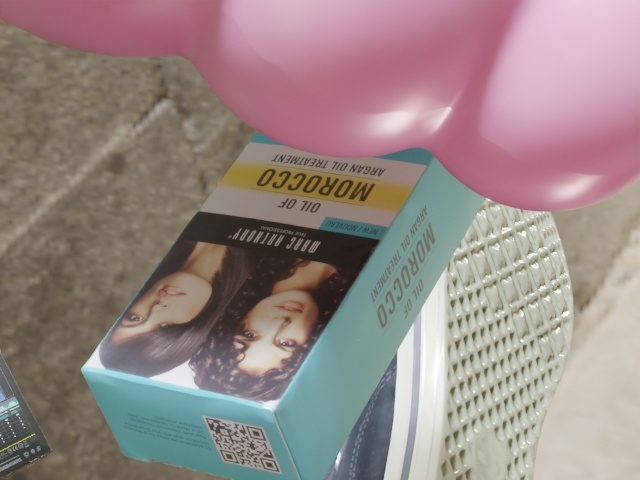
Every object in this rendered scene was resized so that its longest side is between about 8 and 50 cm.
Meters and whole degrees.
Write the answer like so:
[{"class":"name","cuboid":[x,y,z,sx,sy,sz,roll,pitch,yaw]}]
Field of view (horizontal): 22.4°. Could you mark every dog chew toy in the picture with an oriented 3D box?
[{"class":"dog chew toy","cuboid":[0.005,-0.126,0.605,0.206,0.332,0.206,-58,-177,5]}]

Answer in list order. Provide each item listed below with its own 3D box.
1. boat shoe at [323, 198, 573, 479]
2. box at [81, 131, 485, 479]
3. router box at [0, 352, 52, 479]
[{"class":"boat shoe","cuboid":[0.069,0.116,1.143,0.187,0.156,0.500,43,44,-33]},{"class":"box","cuboid":[0.000,0.000,0.746,0.244,0.100,0.060,-57,143,-37]},{"class":"router box","cuboid":[-0.275,0.146,1.201,0.122,0.038,0.092,-25,83,-25]}]
